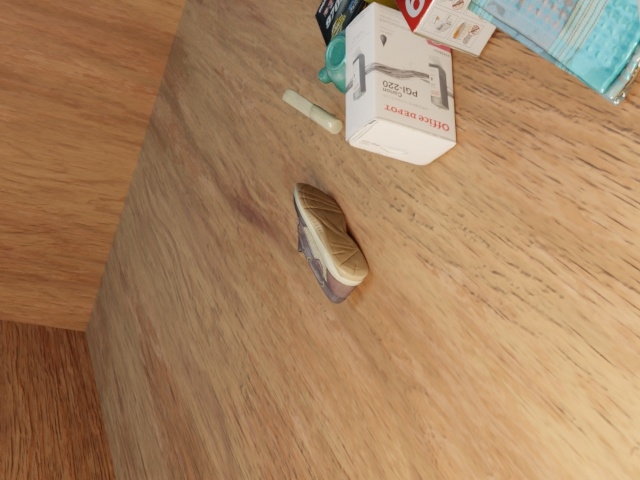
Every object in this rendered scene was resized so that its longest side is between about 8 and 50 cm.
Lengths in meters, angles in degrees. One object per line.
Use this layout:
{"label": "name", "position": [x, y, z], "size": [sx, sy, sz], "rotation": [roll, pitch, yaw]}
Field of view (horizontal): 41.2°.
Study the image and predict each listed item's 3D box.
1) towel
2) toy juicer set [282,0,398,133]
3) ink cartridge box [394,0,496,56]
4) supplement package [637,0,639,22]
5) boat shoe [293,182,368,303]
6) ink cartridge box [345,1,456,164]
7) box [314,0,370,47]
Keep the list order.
{"label": "towel", "position": [0.336, -0.386, 1.002], "size": [0.271, 0.040, 0.370], "rotation": [47, 129, 35]}
{"label": "toy juicer set", "position": [0.074, -0.314, 1.584], "size": [0.329, 0.089, 0.209], "rotation": [-49, 50, 30]}
{"label": "ink cartridge box", "position": [0.227, -0.490, 1.293], "size": [0.309, 0.130, 0.272], "rotation": [-60, 30, 33]}
{"label": "supplement package", "position": [0.419, -0.252, 0.785], "size": [0.203, 0.149, 0.194], "rotation": [-34, 49, 56]}
{"label": "boat shoe", "position": [0.000, 0.000, 1.568], "size": [0.092, 0.102, 0.285], "rotation": [-57, 38, 26]}
{"label": "ink cartridge box", "position": [0.126, -0.247, 1.355], "size": [0.092, 0.158, 0.218], "rotation": [-31, 53, 55]}
{"label": "box", "position": [0.072, -0.488, 1.687], "size": [0.220, 0.051, 0.175], "rotation": [-58, 32, 35]}
